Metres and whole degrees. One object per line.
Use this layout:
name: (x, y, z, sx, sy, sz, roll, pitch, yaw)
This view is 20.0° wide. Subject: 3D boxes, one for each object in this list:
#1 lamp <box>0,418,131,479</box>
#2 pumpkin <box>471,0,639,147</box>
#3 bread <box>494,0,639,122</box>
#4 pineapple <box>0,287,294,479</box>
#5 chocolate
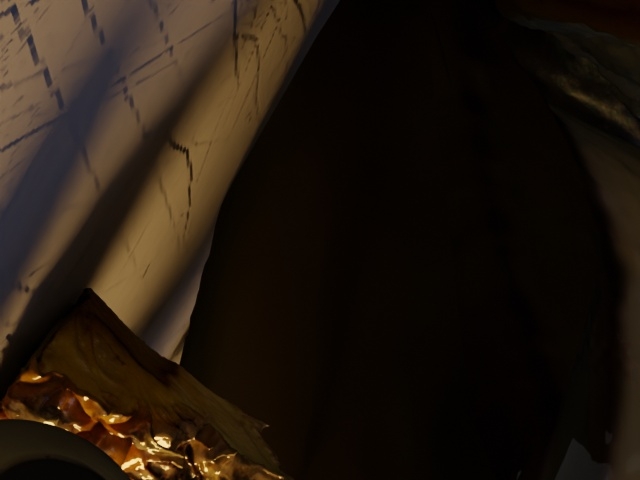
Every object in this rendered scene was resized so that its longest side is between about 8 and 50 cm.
lamp: (-0.112, 0.113, 0.554, 0.163, 0.091, 0.091, -37, -166, 52)
pumpkin: (0.181, -0.074, 1.207, 0.296, 0.296, 0.296, -57, 176, -7)
bread: (0.202, -0.161, 0.664, 0.225, 0.250, 0.279, 10, 96, -42)
pineapple: (-0.062, 0.064, 0.634, 0.114, 0.114, 0.077, 122, -16, -57)
chocolate: (0.105, 0.092, 0.752, 0.326, 0.297, 0.314, 118, -27, -44)
